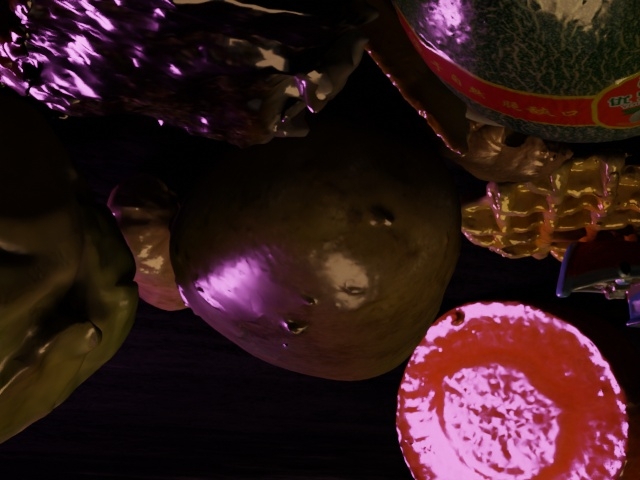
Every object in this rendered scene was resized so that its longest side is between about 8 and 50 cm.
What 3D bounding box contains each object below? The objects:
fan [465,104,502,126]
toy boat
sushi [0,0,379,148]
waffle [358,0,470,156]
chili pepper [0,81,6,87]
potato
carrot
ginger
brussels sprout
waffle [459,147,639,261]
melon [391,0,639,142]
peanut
[{"bbox_3d":[0.198,-0.114,1.128,0.244,0.074,0.130,-2,164,-3],"label":"fan"},{"bbox_3d":[0.254,0.036,1.501,0.173,0.058,0.069,8,163,-39],"label":"toy boat"},{"bbox_3d":[-0.064,-0.149,0.757,0.182,0.196,0.343,-6,166,-14],"label":"sushi"},{"bbox_3d":[0.044,-0.099,0.983,0.032,0.191,0.125,-40,155,7],"label":"waffle"},{"bbox_3d":[-0.251,-0.113,1.143,0.055,0.035,0.118,7,169,39],"label":"chili pepper"},{"bbox_3d":[0.000,0.000,1.310,0.210,0.173,0.307,27,162,-2],"label":"potato"},{"bbox_3d":[0.211,0.183,1.859,0.100,0.258,0.307,-8,176,-39],"label":"carrot"},{"bbox_3d":[0.113,-0.075,1.297,0.069,0.051,0.173,-16,161,31],"label":"ginger"},{"bbox_3d":[-0.295,0.043,1.294,0.328,0.247,0.328,-33,162,-12],"label":"brussels sprout"},{"bbox_3d":[0.242,-0.028,1.471,0.250,0.056,0.261,-15,164,41],"label":"waffle"},{"bbox_3d":[0.114,-0.143,0.825,0.182,0.182,0.287,-6,162,14],"label":"melon"},{"bbox_3d":[-0.125,0.007,1.480,0.100,0.099,0.214,-1,164,-5],"label":"peanut"}]
